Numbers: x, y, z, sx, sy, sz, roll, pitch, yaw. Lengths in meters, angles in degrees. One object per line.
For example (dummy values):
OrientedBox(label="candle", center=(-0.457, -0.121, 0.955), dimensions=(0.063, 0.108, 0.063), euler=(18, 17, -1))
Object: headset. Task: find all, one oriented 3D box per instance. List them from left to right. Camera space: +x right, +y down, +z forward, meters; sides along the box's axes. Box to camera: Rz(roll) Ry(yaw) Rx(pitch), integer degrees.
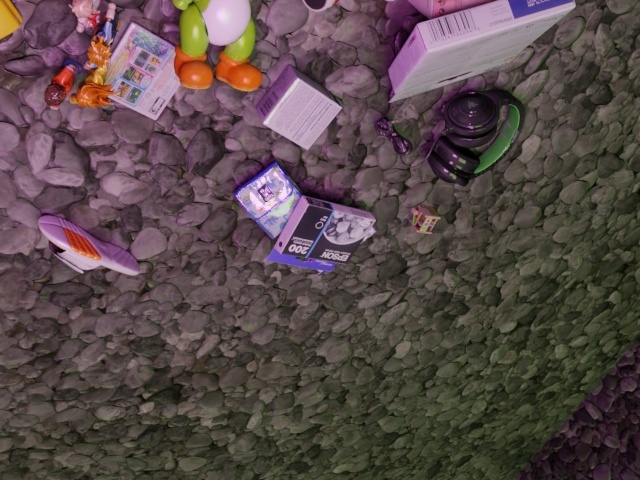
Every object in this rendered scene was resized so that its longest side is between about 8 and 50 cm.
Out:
OrientedBox(label="headset", center=(0.329, -0.262, 1.606), dimensions=(0.394, 0.185, 0.243), euler=(-15, 139, -33))

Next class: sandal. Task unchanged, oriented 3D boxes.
OrientedBox(label="sandal", center=(-0.528, 0.037, 1.465), dimensions=(0.076, 0.102, 0.265), euler=(-44, 135, 12))

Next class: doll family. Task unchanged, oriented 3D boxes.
OrientedBox(label="doll family", center=(-0.396, -0.327, 1.146), dimensions=(0.118, 0.163, 0.263), euler=(19, 119, -20))

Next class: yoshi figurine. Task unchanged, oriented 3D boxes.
OrientedBox(label="yoshi figurine", center=(-0.143, -0.436, 1.118), dimensions=(0.202, 0.204, 0.362), euler=(15, 118, 3))

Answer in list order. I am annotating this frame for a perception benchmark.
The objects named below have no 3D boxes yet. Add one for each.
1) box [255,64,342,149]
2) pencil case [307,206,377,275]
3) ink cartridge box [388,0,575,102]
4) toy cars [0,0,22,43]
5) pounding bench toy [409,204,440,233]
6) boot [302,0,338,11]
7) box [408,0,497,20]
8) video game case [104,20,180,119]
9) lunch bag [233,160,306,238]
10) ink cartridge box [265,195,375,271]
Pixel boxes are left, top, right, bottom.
OrientedBox(label="box", center=(-0.047, -0.289, 1.421), dimensions=(0.137, 0.072, 0.126), euler=(26, 114, -38))
OrientedBox(label="pencil case", center=(0.050, -0.001, 1.707), dimensions=(0.206, 0.086, 0.088), euler=(-38, 173, 8))
OrientedBox(label="ink cartridge box", center=(0.317, -0.417, 1.396), dimensions=(0.324, 0.072, 0.330), euler=(-20, 179, -9))
OrientedBox(label="toy cars", center=(-0.697, -0.361, 1.046), dimensions=(0.393, 0.087, 0.177), euler=(5, 126, -28))
OrientedBox(label="pounding bench toy", center=(0.273, -0.057, 1.788), dimensions=(0.083, 0.052, 0.065), euler=(7, 126, -29))
OrientedBox(label="boot", center=(0.009, -0.561, 1.172), dimensions=(0.176, 0.088, 0.244), euler=(-45, 129, -37))
OrientedBox(label="box", center=(0.297, -0.547, 1.301), dimensions=(0.232, 0.149, 0.127), euler=(-17, 134, -10))
OrientedBox(label="video game case", center=(-0.347, -0.331, 1.284), dimensions=(0.143, 0.019, 0.157), euler=(24, 117, -38))
OrientedBox(label="lunch bag", center=(-0.113, -0.100, 1.546), dimensions=(0.128, 0.096, 0.151), euler=(-36, 126, 5))
OrientedBox(label="ink cartridge box", center=(0.000, 0.000, 1.596), dimensions=(0.206, 0.045, 0.208), euler=(11, 125, -34))
